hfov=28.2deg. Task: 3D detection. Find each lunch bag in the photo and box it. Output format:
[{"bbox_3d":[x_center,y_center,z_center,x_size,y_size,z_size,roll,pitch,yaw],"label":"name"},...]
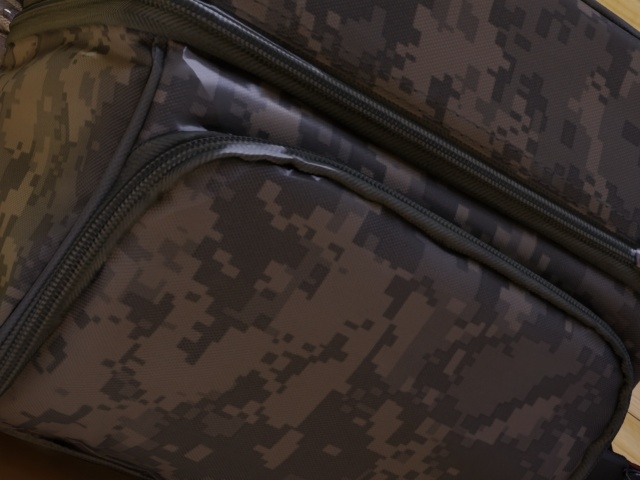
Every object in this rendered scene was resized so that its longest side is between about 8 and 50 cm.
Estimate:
[{"bbox_3d":[0.000,0.000,0.553,0.305,0.256,0.212,27,-7,-30],"label":"lunch bag"}]

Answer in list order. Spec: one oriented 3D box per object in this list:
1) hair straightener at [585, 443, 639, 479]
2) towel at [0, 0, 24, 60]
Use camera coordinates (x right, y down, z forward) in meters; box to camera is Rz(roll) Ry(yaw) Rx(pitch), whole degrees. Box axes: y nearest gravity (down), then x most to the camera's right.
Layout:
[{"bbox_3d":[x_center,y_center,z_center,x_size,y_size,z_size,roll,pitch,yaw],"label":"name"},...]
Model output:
[{"bbox_3d":[0.232,0.195,0.953,0.230,0.047,0.089,34,11,-29],"label":"hair straightener"},{"bbox_3d":[-0.081,-0.048,0.812,0.283,0.121,0.235,41,12,25],"label":"towel"}]
